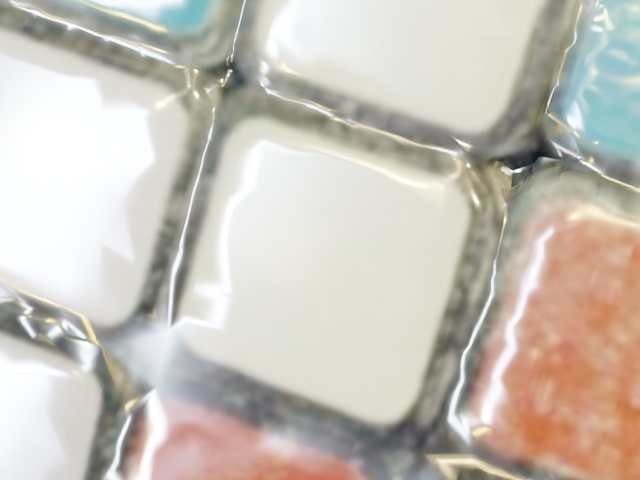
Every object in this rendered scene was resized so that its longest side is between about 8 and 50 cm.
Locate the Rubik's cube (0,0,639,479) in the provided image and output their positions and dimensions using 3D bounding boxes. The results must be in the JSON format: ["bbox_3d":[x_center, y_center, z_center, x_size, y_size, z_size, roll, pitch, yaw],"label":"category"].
[{"bbox_3d":[-0.001,0.001,0.492,0.259,0.253,0.256,-36,144,-71],"label":"Rubik's cube"}]
